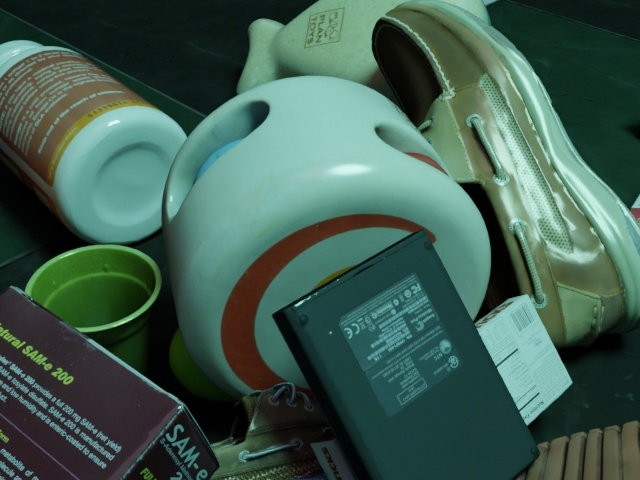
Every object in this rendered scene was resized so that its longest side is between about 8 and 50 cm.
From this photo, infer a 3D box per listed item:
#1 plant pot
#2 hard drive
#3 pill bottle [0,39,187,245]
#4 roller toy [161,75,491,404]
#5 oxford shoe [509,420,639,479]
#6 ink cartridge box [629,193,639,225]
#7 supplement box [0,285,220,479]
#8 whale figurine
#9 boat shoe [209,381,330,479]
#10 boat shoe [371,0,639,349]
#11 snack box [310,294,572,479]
[{"bbox_3d":[-0.142,0.059,0.509,0.083,0.079,0.083,1,37,-1],"label":"plant pot"},{"bbox_3d":[0.047,0.074,0.390,0.094,0.022,0.135,-28,91,-29],"label":"hard drive"},{"bbox_3d":[-0.215,-0.095,0.672,0.121,0.121,0.216,-26,46,-32],"label":"pill bottle"},{"bbox_3d":[0.000,0.000,0.500,0.209,0.191,0.146,-8,37,-13],"label":"roller toy"},{"bbox_3d":[0.246,0.169,0.341,0.396,0.147,0.140,-4,15,27],"label":"oxford shoe"},{"bbox_3d":[0.311,-0.015,0.632,0.099,0.056,0.135,9,35,34],"label":"ink cartridge box"},{"bbox_3d":[-0.174,0.148,0.344,0.130,0.073,0.239,27,62,28],"label":"supplement box"},{"bbox_3d":[0.047,-0.186,0.813,0.271,0.141,0.216,-2,71,28],"label":"whale figurine"},{"bbox_3d":[-0.024,0.115,0.432,0.183,0.066,0.066,-18,84,-24],"label":"boat shoe"},{"bbox_3d":[0.117,-0.058,0.595,0.116,0.123,0.324,-24,62,-14],"label":"boat shoe"},{"bbox_3d":[0.077,0.096,0.439,0.178,0.064,0.022,-27,1,-37],"label":"snack box"}]
